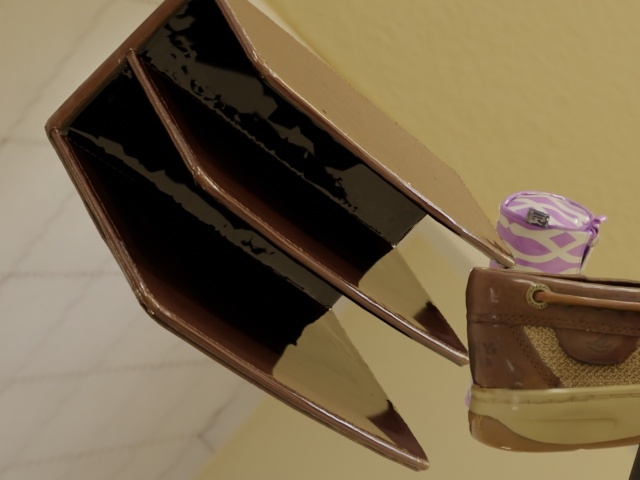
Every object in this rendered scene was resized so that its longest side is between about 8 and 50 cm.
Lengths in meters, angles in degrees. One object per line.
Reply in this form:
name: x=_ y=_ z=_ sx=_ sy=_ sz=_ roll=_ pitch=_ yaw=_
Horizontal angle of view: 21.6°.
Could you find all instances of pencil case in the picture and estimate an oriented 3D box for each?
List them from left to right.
pencil case: x=0.176 y=0.059 z=1.382 sx=0.086 sy=0.088 sz=0.206 roll=-47 pitch=149 yaw=-62

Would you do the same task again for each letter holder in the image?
letter holder: x=0.000 y=0.000 z=1.103 sx=0.152 sy=0.214 sz=0.302 roll=-43 pitch=135 yaw=12

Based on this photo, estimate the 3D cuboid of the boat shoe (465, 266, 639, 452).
boat shoe: x=0.246 y=0.037 z=0.931 sx=0.342 sy=0.123 sz=0.123 roll=-6 pitch=-179 yaw=-2

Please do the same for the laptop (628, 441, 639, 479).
laptop: x=0.255 y=0.041 z=0.583 sx=0.408 sy=0.236 sz=0.382 roll=32 pitch=74 yaw=-45
